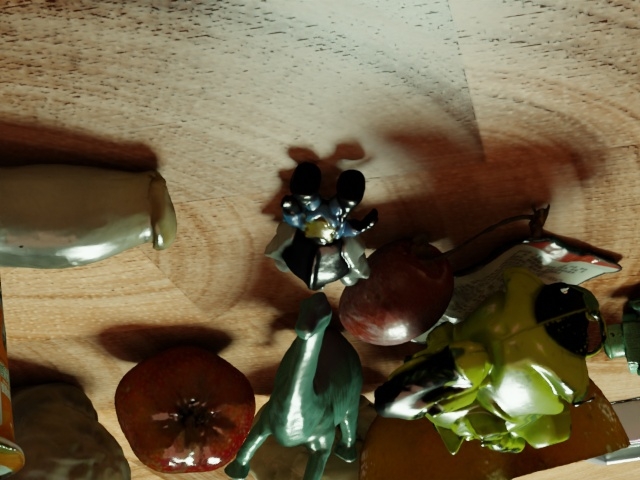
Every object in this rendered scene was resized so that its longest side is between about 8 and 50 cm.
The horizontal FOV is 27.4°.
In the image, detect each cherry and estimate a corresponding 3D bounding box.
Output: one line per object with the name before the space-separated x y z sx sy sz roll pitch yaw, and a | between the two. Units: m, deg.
cherry | 0.102 0.029 1.193 0.225 0.090 0.107 -33 169 35

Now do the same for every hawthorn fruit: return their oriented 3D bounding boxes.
hawthorn fruit | -0.166 0.196 1.545 0.163 0.162 0.203 4 176 -16

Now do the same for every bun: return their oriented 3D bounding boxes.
bun | 0.017 0.266 1.684 0.210 0.237 0.116 -17 134 -45

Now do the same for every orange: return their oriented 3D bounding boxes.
orange | 0.191 0.243 1.543 0.310 0.274 0.274 -43 173 -24

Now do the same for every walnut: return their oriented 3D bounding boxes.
walnut | -0.361 0.297 1.639 0.248 0.248 0.248 -2 159 -1

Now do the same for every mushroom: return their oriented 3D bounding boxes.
mushroom | -0.276 -0.025 1.000 0.351 0.097 0.109 4 137 -29

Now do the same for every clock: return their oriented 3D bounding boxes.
clock | 0.466 0.279 1.924 0.197 0.063 0.150 -15 156 30

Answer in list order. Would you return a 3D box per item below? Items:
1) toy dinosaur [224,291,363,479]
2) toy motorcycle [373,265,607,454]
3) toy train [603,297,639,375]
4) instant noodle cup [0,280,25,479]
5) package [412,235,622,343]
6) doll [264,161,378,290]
toy dinosaur | 0.007 0.114 1.397 0.129 0.383 0.330 20 120 7
toy motorcycle | 0.172 0.120 1.227 0.206 0.142 0.342 -19 163 11
toy train | 0.434 0.098 1.426 0.248 0.101 0.159 -7 174 13
instant noodle cup | -0.389 0.086 1.101 0.296 0.214 0.296 -2 159 -1
package | 0.173 0.051 1.336 0.166 0.040 0.232 12 147 -41
doll | 0.000 0.000 1.134 0.096 0.070 0.195 13 152 3
